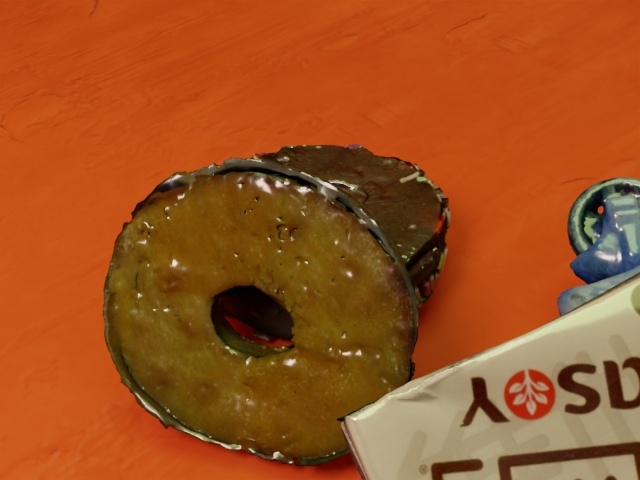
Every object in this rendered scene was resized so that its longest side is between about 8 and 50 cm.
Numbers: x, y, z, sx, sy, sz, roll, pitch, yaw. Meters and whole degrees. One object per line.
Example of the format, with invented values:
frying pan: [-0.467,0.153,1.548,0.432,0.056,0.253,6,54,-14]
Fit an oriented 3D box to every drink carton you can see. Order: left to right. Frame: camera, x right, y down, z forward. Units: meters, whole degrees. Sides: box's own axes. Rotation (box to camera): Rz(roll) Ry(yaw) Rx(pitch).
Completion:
drink carton: [0.197,0.137,0.658,0.325,0.132,0.194,-25,78,-5]

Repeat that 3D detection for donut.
donut: [-0.044,0.055,0.826,0.272,0.272,0.107,9,12,15]
donut: [0.000,0.000,0.987,0.270,0.103,0.269,0,37,0]

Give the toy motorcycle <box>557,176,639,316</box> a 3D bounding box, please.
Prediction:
toy motorcycle: [0.334,0.074,0.802,0.319,0.182,0.241,18,43,23]
